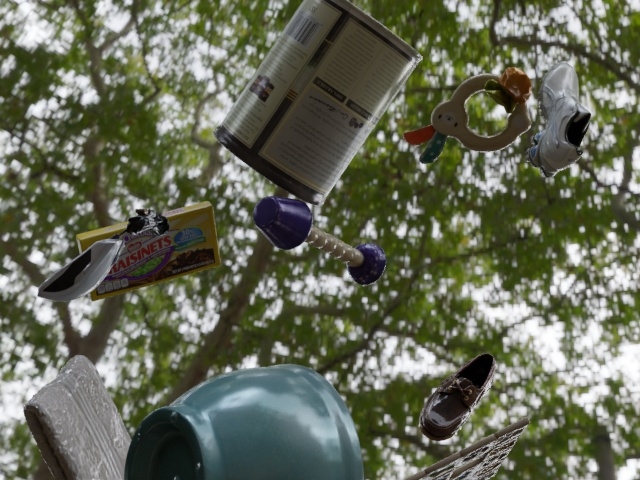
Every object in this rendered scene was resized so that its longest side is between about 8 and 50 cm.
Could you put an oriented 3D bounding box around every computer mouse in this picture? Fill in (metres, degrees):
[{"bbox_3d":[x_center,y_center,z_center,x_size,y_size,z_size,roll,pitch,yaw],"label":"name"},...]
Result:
[{"bbox_3d":[-0.285,0.028,1.373,0.193,0.106,0.042,-38,-95,2],"label":"computer mouse"}]

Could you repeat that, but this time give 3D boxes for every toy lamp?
[{"bbox_3d":[0.000,0.000,1.567,0.080,0.080,0.274,-28,-32,27],"label":"toy lamp"}]

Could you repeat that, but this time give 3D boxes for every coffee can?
[{"bbox_3d":[-0.004,-0.219,1.584,0.201,0.201,0.275,33,-82,-17],"label":"coffee can"}]

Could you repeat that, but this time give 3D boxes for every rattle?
[{"bbox_3d":[0.226,-0.187,1.615,0.199,0.143,0.130,-14,-77,5],"label":"rattle"}]

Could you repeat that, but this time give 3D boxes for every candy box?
[{"bbox_3d":[-0.253,0.015,1.559,0.206,0.027,0.105,-16,-64,-21],"label":"candy box"}]

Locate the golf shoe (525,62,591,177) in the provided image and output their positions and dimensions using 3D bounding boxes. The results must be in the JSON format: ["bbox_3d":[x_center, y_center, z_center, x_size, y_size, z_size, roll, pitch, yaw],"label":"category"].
[{"bbox_3d":[0.338,-0.170,1.412,0.069,0.176,0.086,26,-26,-29],"label":"golf shoe"}]

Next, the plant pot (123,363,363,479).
[{"bbox_3d":[-0.117,0.295,1.292,0.196,0.293,0.293,9,-42,-41],"label":"plant pot"}]

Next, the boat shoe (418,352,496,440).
[{"bbox_3d":[0.232,0.255,1.750,0.073,0.207,0.073,32,-52,15],"label":"boat shoe"}]

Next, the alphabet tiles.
[{"bbox_3d":[0.113,0.269,1.107,0.198,0.009,0.237,-24,-25,-14],"label":"alphabet tiles"}]

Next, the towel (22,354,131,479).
[{"bbox_3d":[-0.327,0.322,1.521,0.049,0.187,0.282,-21,-79,13],"label":"towel"}]
